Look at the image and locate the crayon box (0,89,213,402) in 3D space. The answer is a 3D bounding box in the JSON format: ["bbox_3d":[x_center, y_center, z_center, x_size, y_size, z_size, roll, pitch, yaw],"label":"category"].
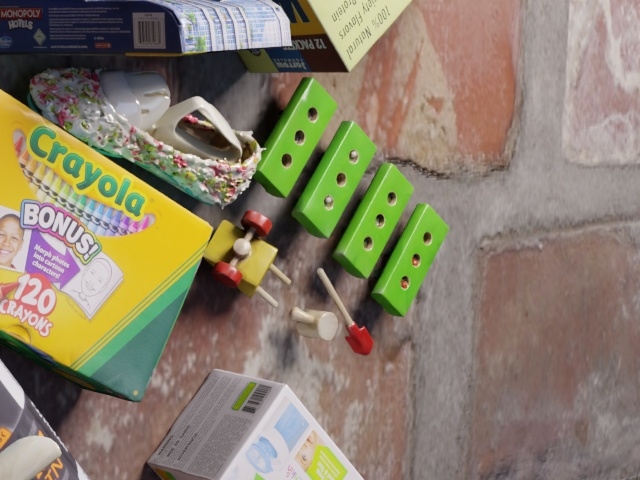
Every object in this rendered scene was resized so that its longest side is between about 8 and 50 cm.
[{"bbox_3d":[-0.231,0.000,1.346,0.278,0.081,0.165,34,72,-40],"label":"crayon box"}]

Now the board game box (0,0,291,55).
[{"bbox_3d":[-0.130,-0.184,1.375,0.194,0.194,0.060,-16,107,-56],"label":"board game box"}]

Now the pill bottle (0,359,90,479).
[{"bbox_3d":[-0.259,0.187,1.309,0.130,0.130,0.246,-49,125,-28],"label":"pill bottle"}]

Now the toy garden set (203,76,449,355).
[{"bbox_3d":[0.000,0.000,1.589,0.244,0.049,0.204,46,63,-37],"label":"toy garden set"}]

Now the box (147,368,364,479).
[{"bbox_3d":[-0.042,0.228,1.534,0.114,0.103,0.203,-55,127,-24],"label":"box"}]

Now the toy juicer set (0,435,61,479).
[{"bbox_3d":[-0.366,0.145,1.133,0.329,0.089,0.209,31,76,-5],"label":"toy juicer set"}]

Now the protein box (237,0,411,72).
[{"bbox_3d":[-0.012,-0.286,1.480,0.200,0.136,0.201,-51,125,-28],"label":"protein box"}]

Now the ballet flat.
[{"bbox_3d":[-0.138,-0.101,1.413,0.241,0.077,0.091,25,33,-48],"label":"ballet flat"}]
